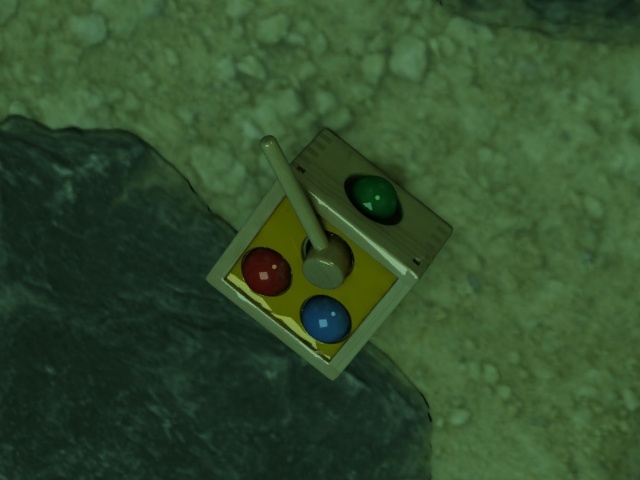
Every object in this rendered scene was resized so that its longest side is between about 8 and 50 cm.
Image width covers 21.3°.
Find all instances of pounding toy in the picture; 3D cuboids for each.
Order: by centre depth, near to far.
[{"bbox_3d":[0.000,0.000,1.103,0.130,0.100,0.141,38,126,1],"label":"pounding toy"}]
